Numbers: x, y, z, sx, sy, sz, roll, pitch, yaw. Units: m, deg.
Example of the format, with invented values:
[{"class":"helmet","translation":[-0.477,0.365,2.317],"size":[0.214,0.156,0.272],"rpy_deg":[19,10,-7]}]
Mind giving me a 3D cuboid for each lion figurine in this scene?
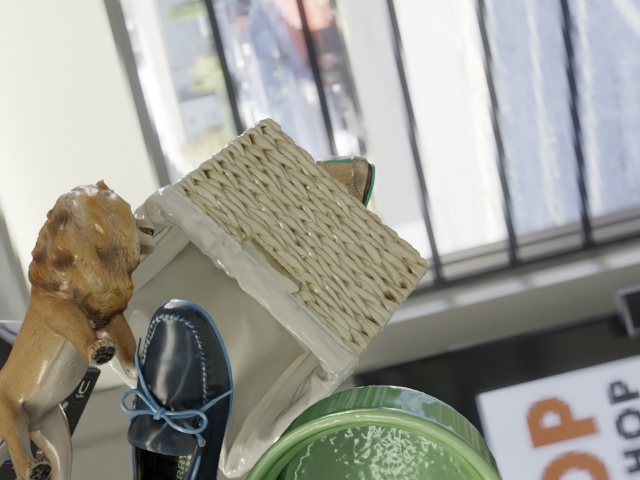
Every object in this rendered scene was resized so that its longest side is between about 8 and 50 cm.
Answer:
[{"class":"lion figurine","translation":[-0.302,0.137,1.697],"size":[0.142,0.392,0.240],"rpy_deg":[19,-159,-45]}]

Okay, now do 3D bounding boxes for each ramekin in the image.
[{"class":"ramekin","translation":[0.063,0.303,1.605],"size":[0.148,0.303,0.303],"rpy_deg":[-62,-40,-75]}]

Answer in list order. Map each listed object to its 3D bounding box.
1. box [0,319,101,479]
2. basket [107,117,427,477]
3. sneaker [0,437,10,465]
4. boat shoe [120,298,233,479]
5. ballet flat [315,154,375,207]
[{"class":"box","translation":[-0.482,0.275,2.284],"size":[0.165,0.270,0.143],"rpy_deg":[31,-169,30]},{"class":"basket","translation":[-0.095,0.069,1.955],"size":[0.328,0.266,0.331],"rpy_deg":[43,138,0]},{"class":"sneaker","translation":[-0.501,0.320,2.077],"size":[0.115,0.281,0.105],"rpy_deg":[14,-137,-59]},{"class":"boat shoe","translation":[-0.138,0.189,1.464],"size":[0.089,0.109,0.258],"rpy_deg":[-37,-52,-59]},{"class":"ballet flat","translation":[0.000,0.000,2.278],"size":[0.107,0.106,0.316],"rpy_deg":[-98,18,-57]}]
